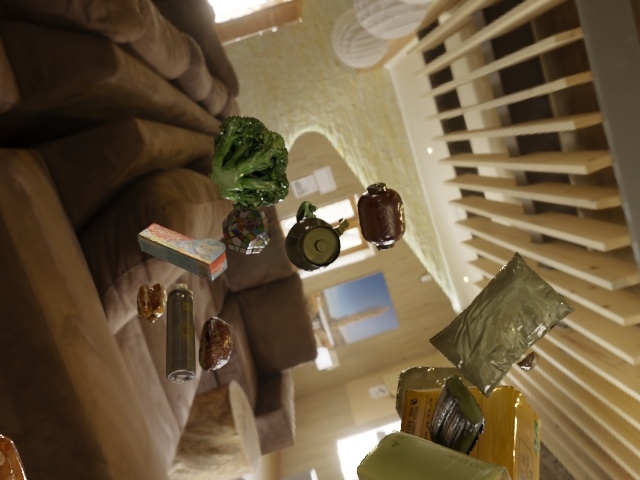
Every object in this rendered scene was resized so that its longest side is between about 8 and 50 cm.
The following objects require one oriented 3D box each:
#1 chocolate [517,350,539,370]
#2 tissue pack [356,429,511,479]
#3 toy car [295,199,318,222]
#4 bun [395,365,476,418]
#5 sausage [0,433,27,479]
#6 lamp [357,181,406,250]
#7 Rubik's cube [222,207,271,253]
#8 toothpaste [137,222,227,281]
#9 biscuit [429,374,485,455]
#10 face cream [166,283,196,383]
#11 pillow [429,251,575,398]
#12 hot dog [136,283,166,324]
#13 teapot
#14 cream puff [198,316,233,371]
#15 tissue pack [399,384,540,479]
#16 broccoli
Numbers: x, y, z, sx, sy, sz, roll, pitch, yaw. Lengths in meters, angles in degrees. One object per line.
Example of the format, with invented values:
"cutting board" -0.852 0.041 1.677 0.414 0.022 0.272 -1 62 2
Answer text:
"chocolate" 0.588 0.341 1.622 0.031 0.064 0.101 48 6 31
"tissue pack" 0.185 0.404 0.879 0.234 0.125 0.159 -3 -63 56
"toy car" -0.041 -0.033 1.725 0.093 0.058 0.186 -47 -131 49
"bun" 0.408 0.561 1.921 0.364 0.365 0.202 73 27 -57
"sausage" -0.706 0.532 1.277 0.105 0.105 0.274 -110 -158 -56
"lamp" 0.229 -0.087 2.145 0.180 0.180 0.257 -112 -170 -70
"Rubik's cube" -0.160 -0.021 1.266 0.093 0.111 0.111 -50 130 -49
"toothpaste" -0.272 0.016 1.166 0.070 0.194 0.044 -45 145 -42
"biscuit" 0.240 0.337 1.052 0.099 0.038 0.322 58 -13 30
"face cream" -0.364 0.231 1.508 0.073 0.073 0.283 73 3 -50
"pillow" 0.322 0.152 1.034 0.148 0.229 0.050 42 6 -3
"hot dog" -0.635 0.233 2.182 0.269 0.110 0.072 -124 -148 -64
"teapot" 0.000 0.000 1.351 0.130 0.166 0.119 56 -13 -12
"cream puff" -0.288 0.288 1.599 0.149 0.085 0.148 -170 -90 -74
"tissue pack" 0.318 0.540 1.284 0.228 0.293 0.381 49 42 -34
"broccoli" -0.222 -0.226 1.721 0.245 0.265 0.294 -56 130 -45
